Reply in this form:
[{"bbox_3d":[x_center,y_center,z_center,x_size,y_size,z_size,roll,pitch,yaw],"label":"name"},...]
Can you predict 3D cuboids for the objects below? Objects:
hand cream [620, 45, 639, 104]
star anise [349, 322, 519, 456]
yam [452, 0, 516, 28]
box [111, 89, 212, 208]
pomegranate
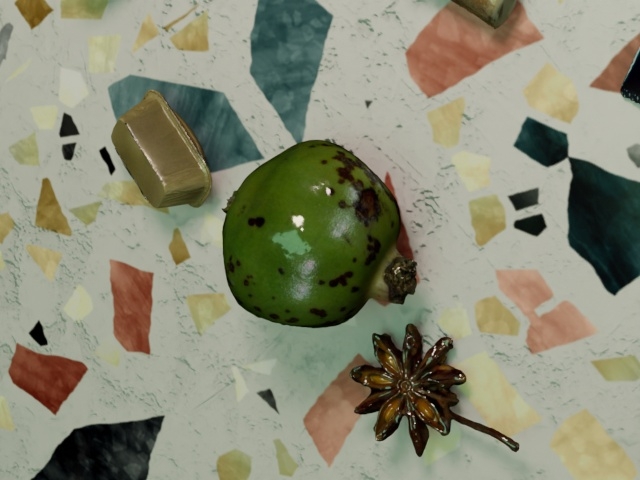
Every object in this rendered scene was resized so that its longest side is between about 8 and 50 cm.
[{"bbox_3d":[0.432,-0.264,1.295,0.120,0.061,0.270,35,122,33],"label":"hand cream"},{"bbox_3d":[0.138,0.223,1.554,0.177,0.073,0.234,-39,66,21],"label":"star anise"},{"bbox_3d":[0.095,-0.386,1.434,0.356,0.081,0.081,37,116,13],"label":"yam"},{"bbox_3d":[-0.221,-0.126,1.655,0.111,0.111,0.177,-39,79,29],"label":"box"},{"bbox_3d":[0.000,0.000,1.492,0.270,0.254,0.254,22,112,11],"label":"pomegranate"}]
